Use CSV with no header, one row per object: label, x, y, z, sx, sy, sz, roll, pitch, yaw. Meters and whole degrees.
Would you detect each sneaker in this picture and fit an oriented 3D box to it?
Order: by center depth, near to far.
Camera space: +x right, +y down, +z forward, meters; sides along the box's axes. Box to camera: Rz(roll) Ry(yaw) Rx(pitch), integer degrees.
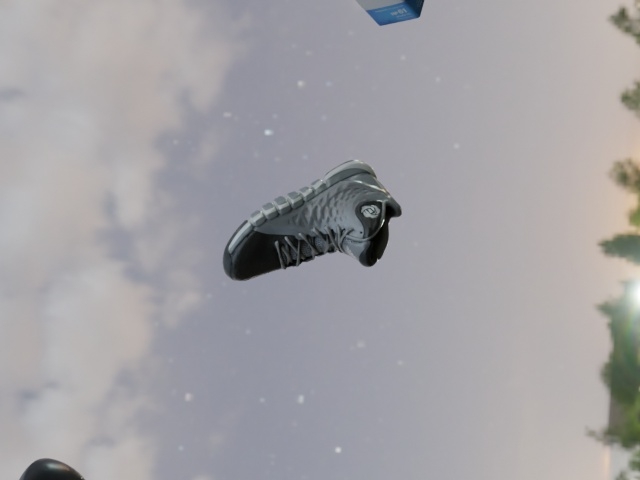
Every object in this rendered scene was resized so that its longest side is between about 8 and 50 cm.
sneaker,0.000,0.000,1.377,0.229,0.132,0.086,-35,-36,-12

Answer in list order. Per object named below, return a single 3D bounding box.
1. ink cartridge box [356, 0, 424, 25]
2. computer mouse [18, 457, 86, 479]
ink cartridge box,0.053,-0.277,1.076,0.122,0.052,0.088,36,-118,-43
computer mouse,-0.165,0.274,0.855,0.242,0.041,0.071,69,-156,-13
